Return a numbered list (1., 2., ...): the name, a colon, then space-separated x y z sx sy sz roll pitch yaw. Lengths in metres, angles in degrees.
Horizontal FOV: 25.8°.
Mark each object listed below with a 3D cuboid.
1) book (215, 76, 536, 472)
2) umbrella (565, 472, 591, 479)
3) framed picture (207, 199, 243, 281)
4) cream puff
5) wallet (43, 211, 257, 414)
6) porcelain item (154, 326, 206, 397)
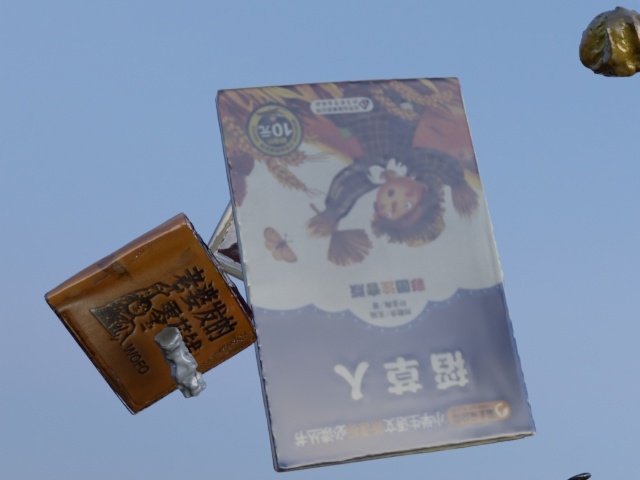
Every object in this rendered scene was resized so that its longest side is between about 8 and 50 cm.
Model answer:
1. book: 0.056 0.026 1.535 0.300 0.428 0.039 -5 -15 -20
2. umbrella: 0.190 0.308 1.532 0.044 0.044 0.269 3 -33 -45
3. framed picture: 0.000 0.000 2.033 0.289 0.211 0.020 27 -12 -3
4. cream puff: 0.253 -0.167 1.161 0.083 0.058 0.083 -21 13 24
5. wallet: -0.157 0.074 1.370 0.042 0.161 0.195 52 -8 43
6. porcelain item: -0.133 0.120 1.343 0.028 0.036 0.083 -20 -49 4
